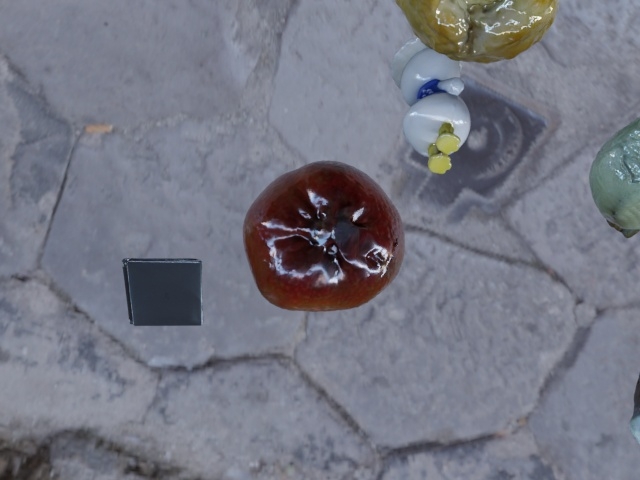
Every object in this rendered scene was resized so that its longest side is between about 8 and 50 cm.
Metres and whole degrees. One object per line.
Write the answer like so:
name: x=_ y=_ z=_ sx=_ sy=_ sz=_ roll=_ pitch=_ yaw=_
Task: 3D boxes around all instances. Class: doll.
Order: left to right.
doll: x=0.175 y=-0.220 z=1.628 sx=0.119 sy=0.293 sz=0.138 roll=14 pitch=129 yaw=-17

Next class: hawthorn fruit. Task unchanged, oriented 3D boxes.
hawthorn fruit: x=-0.007 y=-0.004 z=1.888 sx=0.295 sy=0.311 sz=0.295 roll=-1 pitch=93 yaw=-32

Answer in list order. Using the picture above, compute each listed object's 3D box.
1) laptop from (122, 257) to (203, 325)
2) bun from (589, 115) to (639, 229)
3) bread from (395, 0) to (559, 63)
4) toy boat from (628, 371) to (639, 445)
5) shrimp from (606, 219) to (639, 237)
laptop: x=-0.261 y=0.087 z=1.759 sx=0.129 sy=0.016 sz=0.180 roll=0 pitch=141 yaw=-5
bun: x=0.433 y=-0.097 z=1.321 sx=0.221 sy=0.108 sz=0.221 roll=-17 pitch=157 yaw=-7
bread: x=0.224 y=-0.344 z=1.443 sx=0.244 sy=0.134 sz=0.244 roll=0 pitch=127 yaw=0
toy boat: x=0.324 y=0.058 z=0.743 sx=0.115 sy=0.114 sz=0.262 roll=19 pitch=112 yaw=-31
shrimp: x=0.517 y=-0.105 z=1.525 sx=0.058 sy=0.173 sz=0.253 roll=47 pitch=138 yaw=12
